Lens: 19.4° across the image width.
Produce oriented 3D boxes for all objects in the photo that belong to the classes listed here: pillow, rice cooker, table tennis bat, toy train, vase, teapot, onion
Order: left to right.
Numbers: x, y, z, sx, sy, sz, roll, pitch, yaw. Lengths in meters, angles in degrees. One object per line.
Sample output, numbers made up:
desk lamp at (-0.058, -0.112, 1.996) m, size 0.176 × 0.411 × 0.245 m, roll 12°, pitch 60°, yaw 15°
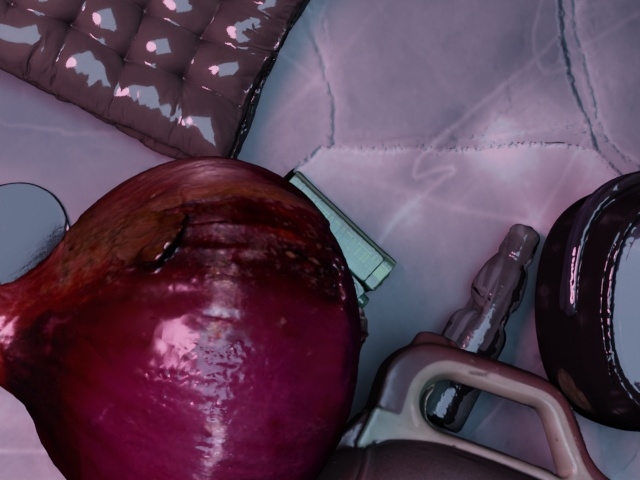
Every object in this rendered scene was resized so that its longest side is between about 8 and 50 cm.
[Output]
table tennis bat at (-0.309, 0.005, 1.737) m, size 0.158 × 0.014 × 0.095 m, roll -25°, pitch 93°, yaw -12°
pillow at (-0.179, -0.223, 1.723) m, size 0.326 × 0.101 × 0.228 m, roll 26°, pitch 85°, yaw -8°
onion at (-0.161, 0.093, 1.602) m, size 0.385 × 0.348 × 0.347 m, roll 7°, pitch 87°, yaw -13°
toy train at (0.000, 0.000, 1.779) m, size 0.148 × 0.038 × 0.071 m, roll 43°, pitch 79°, yaw -5°
teapot at (0.126, 0.258, 1.691) m, size 0.312 × 0.233 × 0.315 m, roll 30°, pitch 77°, yaw -10°
vase at (0.155, 0.080, 1.791) m, size 0.060 × 0.060 × 0.211 m, roll 28°, pitch 85°, yaw -8°
rice cooker at (0.329, 0.058, 1.741) m, size 0.267 × 0.224 × 0.267 m, roll 0°, pitch 89°, yaw -8°
